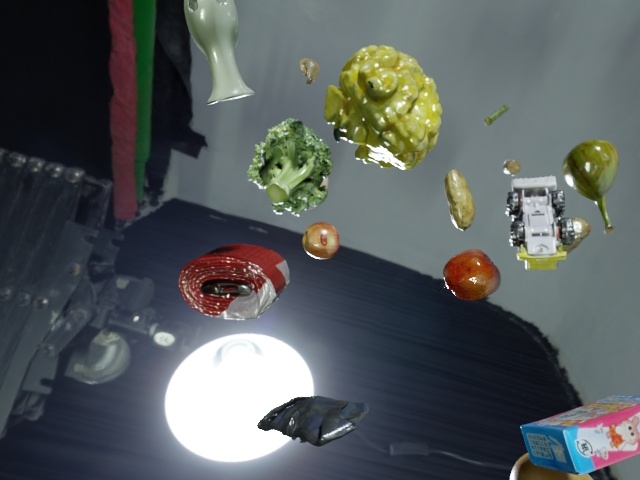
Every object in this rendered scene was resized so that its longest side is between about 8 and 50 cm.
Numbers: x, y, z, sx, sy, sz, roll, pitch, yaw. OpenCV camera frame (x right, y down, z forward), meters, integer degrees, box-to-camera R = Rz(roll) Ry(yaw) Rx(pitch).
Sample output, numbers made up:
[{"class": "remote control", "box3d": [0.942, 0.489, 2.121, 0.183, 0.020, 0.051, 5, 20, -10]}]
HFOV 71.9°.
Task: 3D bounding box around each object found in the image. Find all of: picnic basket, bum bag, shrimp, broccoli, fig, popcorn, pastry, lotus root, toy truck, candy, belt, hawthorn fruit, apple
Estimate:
[{"class": "picnic basket", "box3d": [0.836, -0.321, 1.940, 0.083, 0.071, 0.072, -71, -4, -85]}, {"class": "bum bag", "box3d": [-0.016, 0.367, 0.906, 0.309, 0.136, 0.075, -22, 87, 54]}, {"class": "shrimp", "box3d": [-0.034, -0.443, 1.150, 0.023, 0.059, 0.108, -46, 17, 44]}, {"class": "broccoli", "box3d": [-0.096, -0.218, 1.381, 0.260, 0.288, 0.235, -43, 22, -23]}, {"class": "fig", "box3d": [0.793, -0.158, 1.246, 0.151, 0.151, 0.260, 117, 131, -77]}, {"class": "popcorn", "box3d": [0.108, -0.223, 0.772, 0.169, 0.218, 0.189, -32, 14, -35]}, {"class": "pastry", "box3d": [0.846, -0.010, 1.504, 0.153, 0.081, 0.153, -35, -27, -20]}, {"class": "lotus root", "box3d": [0.567, -0.166, 1.793, 0.110, 0.097, 0.259, -15, -89, -48]}, {"class": "toy truck", "box3d": [0.520, -0.048, 1.060, 0.286, 0.136, 0.111, -67, -33, -45]}, {"class": "candy", "box3d": [0.660, 0.453, 1.049, 0.157, 0.305, 0.100, 122, 137, -67]}, {"class": "belt", "box3d": [-0.163, 0.076, 0.878, 0.124, 0.200, 0.128, -42, -48, -69]}, {"class": "hawthorn fruit", "box3d": [0.708, 0.188, 2.144, 0.300, 0.254, 0.254, -38, 20, 24]}, {"class": "apple", "box3d": [0.000, 0.000, 1.695, 0.146, 0.130, 0.147, -179, 90, -76]}]

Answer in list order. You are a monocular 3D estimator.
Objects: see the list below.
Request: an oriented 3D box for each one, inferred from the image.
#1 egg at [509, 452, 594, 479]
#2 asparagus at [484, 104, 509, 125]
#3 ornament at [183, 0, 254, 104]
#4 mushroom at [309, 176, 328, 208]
[{"class": "egg", "box3d": [0.735, 0.834, 1.355, 0.352, 0.282, 0.283, -106, 25, -43]}, {"class": "asparagus", "box3d": [0.496, -0.353, 1.224, 0.248, 0.025, 0.025, -36, -46, -49]}, {"class": "ornament", "box3d": [-0.146, -0.280, 0.626, 0.081, 0.074, 0.156, -113, 10, -71]}, {"class": "mushroom", "box3d": [-0.075, -0.246, 1.917, 0.178, 0.226, 0.227, 5, -79, -73]}]
